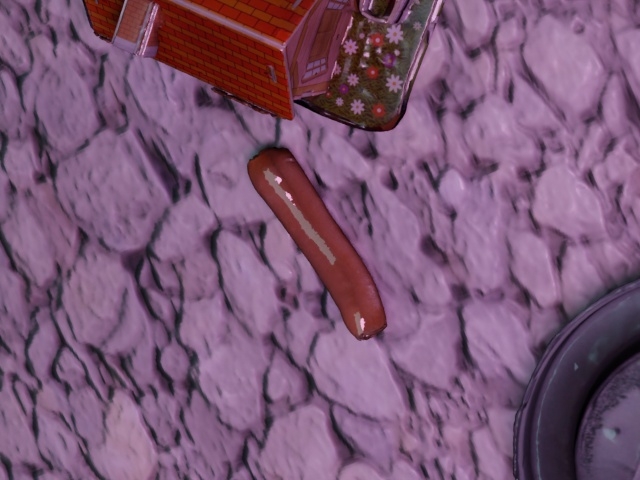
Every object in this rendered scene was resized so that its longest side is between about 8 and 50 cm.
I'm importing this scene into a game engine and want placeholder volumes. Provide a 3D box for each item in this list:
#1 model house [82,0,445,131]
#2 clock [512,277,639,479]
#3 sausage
[{"bbox_3d":[-0.064,-0.214,1.210,0.294,0.154,0.207,26,110,17],"label":"model house"},{"bbox_3d":[0.299,0.166,1.176,0.312,0.061,0.312,4,101,22],"label":"clock"},{"bbox_3d":[-0.001,0.001,1.280,0.040,0.047,0.177,-34,83,13],"label":"sausage"}]
